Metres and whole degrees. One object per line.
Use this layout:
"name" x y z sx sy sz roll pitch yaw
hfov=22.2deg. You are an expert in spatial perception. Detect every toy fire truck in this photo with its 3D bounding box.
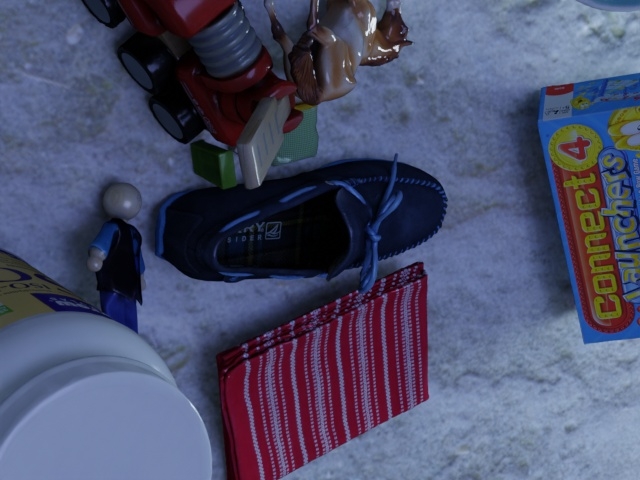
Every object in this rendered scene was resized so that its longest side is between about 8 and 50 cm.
"toy fire truck" -0.094 -0.162 1.444 0.158 0.246 0.217 -42 126 -18

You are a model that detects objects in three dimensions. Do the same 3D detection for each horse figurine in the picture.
"horse figurine" 0.011 -0.206 1.580 0.263 0.066 0.174 -61 143 -51

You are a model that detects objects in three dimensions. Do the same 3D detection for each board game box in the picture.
"board game box" 0.422 -0.044 1.845 0.086 0.302 0.308 -72 150 -57

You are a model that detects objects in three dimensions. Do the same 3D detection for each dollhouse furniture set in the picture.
"dollhouse furniture set" -0.050 -0.099 1.618 0.151 0.058 0.076 -19 116 -30

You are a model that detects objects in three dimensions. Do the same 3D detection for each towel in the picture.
"towel" 0.009 0.153 1.744 0.275 0.031 0.199 -24 131 -28

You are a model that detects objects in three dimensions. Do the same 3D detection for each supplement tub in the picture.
"supplement tub" -0.262 0.151 1.373 0.241 0.331 0.241 -13 113 -33

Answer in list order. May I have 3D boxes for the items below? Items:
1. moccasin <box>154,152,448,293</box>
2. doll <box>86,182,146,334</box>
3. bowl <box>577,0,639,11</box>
"moccasin" 0.000 0.000 1.651 0.342 0.117 0.138 -14 113 -32
"doll" -0.188 0.039 1.544 0.129 0.046 0.189 23 63 -74
"bowl" 0.319 -0.412 1.683 0.311 0.163 0.311 -16 133 -17
